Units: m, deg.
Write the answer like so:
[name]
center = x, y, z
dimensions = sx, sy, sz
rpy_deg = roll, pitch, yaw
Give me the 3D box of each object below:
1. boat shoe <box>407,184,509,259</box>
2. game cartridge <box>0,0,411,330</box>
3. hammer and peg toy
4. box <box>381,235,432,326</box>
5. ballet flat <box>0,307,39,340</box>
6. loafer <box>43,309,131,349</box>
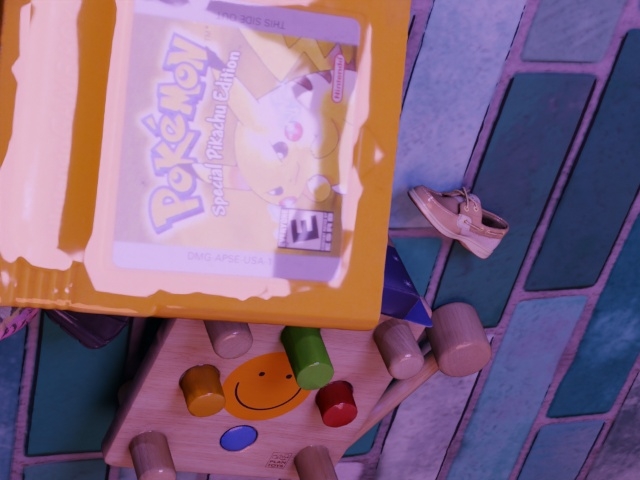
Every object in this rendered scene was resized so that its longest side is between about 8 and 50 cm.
[boat shoe]
center = 0.132, -0.027, 1.297
dimensions = 0.045, 0.050, 0.135
rpy_deg = -44, 142, 15
[game cartridge]
center = -0.092, -0.080, 1.041
dimensions = 0.324, 0.053, 0.285
rpy_deg = 5, 91, -27
[hammer and peg toy]
center = -0.008, 0.149, 1.342
dimensions = 0.361, 0.127, 0.266
rpy_deg = 11, 126, -30
[box]
center = 0.000, 0.000, 1.203
dimensions = 0.225, 0.136, 0.036
rpy_deg = 17, 123, -34
[ballet flat]
center = -0.345, 0.067, 1.164
dimensions = 0.222, 0.079, 0.077
rpy_deg = 13, 126, -31
[loafer]
center = -0.237, 0.010, 1.167
dimensions = 0.078, 0.076, 0.223
rpy_deg = -45, 132, 1
